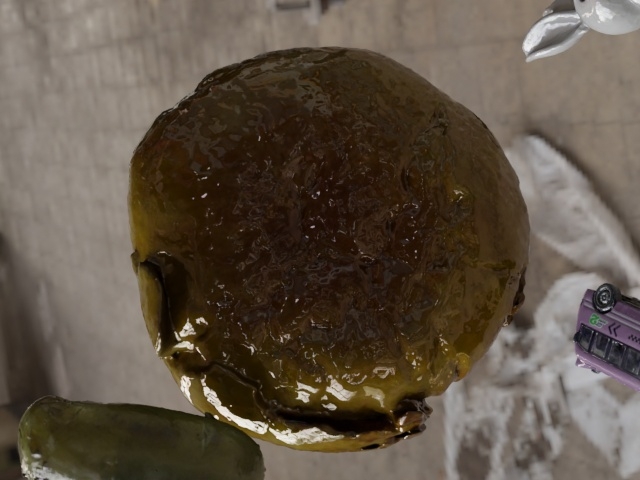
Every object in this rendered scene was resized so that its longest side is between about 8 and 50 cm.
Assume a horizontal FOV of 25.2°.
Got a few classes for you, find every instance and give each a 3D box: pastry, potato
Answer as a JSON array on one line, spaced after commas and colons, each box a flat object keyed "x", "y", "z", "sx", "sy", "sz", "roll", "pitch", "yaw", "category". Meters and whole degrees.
[{"x": 0.000, "y": 0.000, "z": 1.174, "sx": 0.164, "sy": 0.356, "sz": 0.356, "roll": 62, "pitch": -170, "yaw": -70, "category": "pastry"}, {"x": -0.135, "y": 0.168, "z": 1.064, "sx": 0.085, "sy": 0.188, "sz": 0.105, "roll": -147, "pitch": 78, "yaw": -74, "category": "potato"}]

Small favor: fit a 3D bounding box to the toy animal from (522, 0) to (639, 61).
[{"x": 0.318, "y": -0.282, "z": 1.662, "sx": 0.221, "sy": 0.131, "sz": 0.104, "roll": -8, "pitch": 54, "yaw": 39, "category": "toy animal"}]

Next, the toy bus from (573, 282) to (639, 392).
[{"x": 0.378, "y": 0.123, "z": 1.617, "sx": 0.199, "sy": 0.096, "sz": 0.108, "roll": 27, "pitch": 101, "yaw": 55, "category": "toy bus"}]
